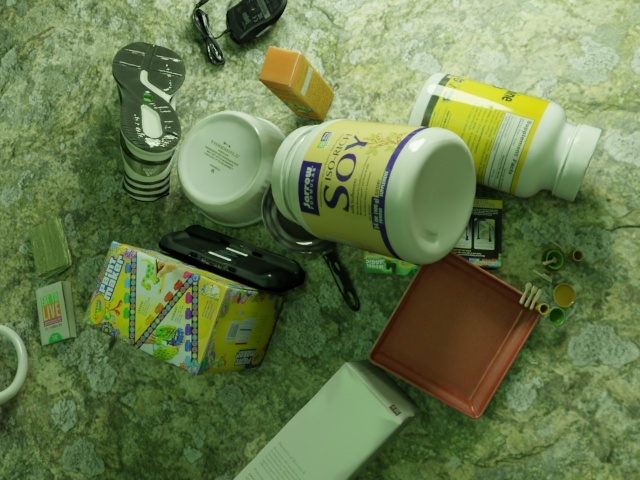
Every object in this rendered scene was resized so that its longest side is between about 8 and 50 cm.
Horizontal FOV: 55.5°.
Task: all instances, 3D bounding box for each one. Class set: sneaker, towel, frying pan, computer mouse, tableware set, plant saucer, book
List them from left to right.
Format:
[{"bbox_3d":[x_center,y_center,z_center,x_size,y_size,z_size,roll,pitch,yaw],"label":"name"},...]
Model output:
[{"bbox_3d":[-0.700,0.020,1.579,0.110,0.027,0.148,-23,76,14],"label":"towel"},{"bbox_3d":[-0.671,0.185,1.543,0.096,0.035,0.144,-18,77,19],"label":"book"},{"bbox_3d":[-0.429,-0.271,1.463,0.258,0.169,0.448,116,153,-42],"label":"sneaker"},{"bbox_3d":[-0.195,-0.565,1.494,0.262,0.060,0.184,-34,76,23],"label":"computer mouse"},{"bbox_3d":[0.018,-0.024,1.335,0.326,0.053,0.197,42,85,-1],"label":"frying pan"},{"bbox_3d":[0.258,0.174,1.180,0.258,0.048,0.259,30,91,-7],"label":"plant saucer"},{"bbox_3d":[0.455,0.081,1.168,0.104,0.024,0.154,31,79,-7],"label":"tableware set"}]

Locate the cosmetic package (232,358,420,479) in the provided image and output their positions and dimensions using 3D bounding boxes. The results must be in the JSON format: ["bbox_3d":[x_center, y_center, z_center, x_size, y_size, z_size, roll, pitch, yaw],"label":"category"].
[{"bbox_3d":[0.001,0.418,1.184,0.156,0.217,0.385,43,94,19],"label":"cosmetic package"}]

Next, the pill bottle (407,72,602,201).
[{"bbox_3d":[0.350,-0.195,1.181,0.333,0.188,0.188,22,88,20],"label":"pill bottle"}]

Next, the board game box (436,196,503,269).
[{"bbox_3d":[0.276,-0.017,1.224,0.170,0.048,0.141,4,81,-1],"label":"board game box"}]

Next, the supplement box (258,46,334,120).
[{"bbox_3d":[-0.046,-0.331,1.310,0.078,0.233,0.080,17,90,20],"label":"supplement box"}]

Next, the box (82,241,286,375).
[{"bbox_3d":[-0.271,0.142,1.277,0.279,0.290,0.177,19,88,21],"label":"box"}]

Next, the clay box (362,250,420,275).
[{"bbox_3d":[0.161,-0.037,1.289,0.127,0.053,0.222,4,83,17],"label":"clay box"}]

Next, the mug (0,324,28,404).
[{"bbox_3d":[-0.920,0.331,1.497,0.373,0.276,0.328,-11,68,-15],"label":"mug"}]

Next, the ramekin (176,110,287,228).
[{"bbox_3d":[-0.203,-0.169,1.392,0.272,0.127,0.273,-3,80,18],"label":"ramekin"}]

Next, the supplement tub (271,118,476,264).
[{"bbox_3d":[0.092,-0.102,1.141,0.331,0.241,0.241,15,86,41],"label":"supplement tub"}]

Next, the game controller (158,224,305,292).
[{"bbox_3d":[-0.194,0.042,1.333,0.319,0.166,0.067,19,112,20],"label":"game controller"}]
